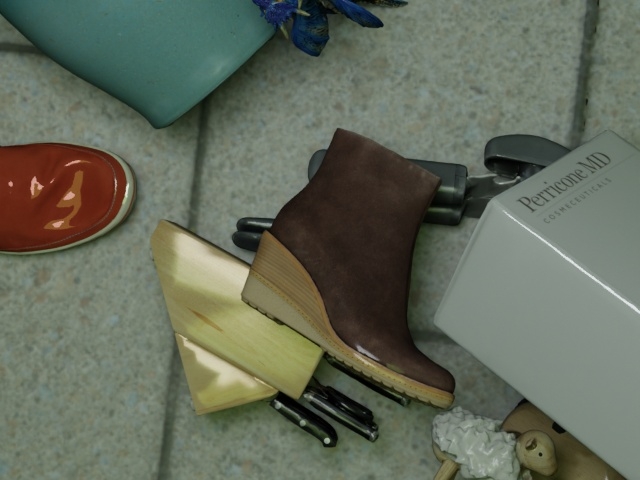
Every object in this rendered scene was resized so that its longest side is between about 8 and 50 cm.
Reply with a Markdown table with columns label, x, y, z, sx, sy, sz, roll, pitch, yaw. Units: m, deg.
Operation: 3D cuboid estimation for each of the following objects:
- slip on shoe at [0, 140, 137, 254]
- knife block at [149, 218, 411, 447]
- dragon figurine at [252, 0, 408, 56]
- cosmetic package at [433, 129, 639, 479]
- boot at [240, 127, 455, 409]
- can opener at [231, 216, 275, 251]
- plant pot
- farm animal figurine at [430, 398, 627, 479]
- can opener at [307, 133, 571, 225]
| label | x | y | z | sx | sy | sz | roll | pitch | yaw |
| --- | --- | --- | --- | --- | --- | --- | --- | --- | --- |
| slip on shoe | -0.358 | -0.049 | 1.424 | 0.331 | 0.101 | 0.123 | 2 | 87 | 1 |
| knife block | -0.028 | 0.085 | 1.414 | 0.242 | 0.088 | 0.276 | -16 | 87 | 1 |
| dragon figurine | 0.007 | -0.235 | 1.331 | 0.085 | 0.289 | 0.144 | -22 | 66 | 19 |
| cosmetic package | 0.356 | 0.113 | 1.228 | 0.453 | 0.230 | 0.161 | 38 | 131 | 21 |
| boot | 0.064 | 0.025 | 1.324 | 0.248 | 0.090 | 0.207 | 31 | 84 | 16 |
| can opener | 0.000 | 0.000 | 1.434 | 0.186 | 0.059 | 0.073 | 8 | 115 | 12 |
| plant pot | -0.178 | -0.260 | 1.357 | 0.271 | 0.271 | 0.255 | -41 | 103 | 0 |
| farm animal figurine | 0.299 | 0.254 | 1.337 | 0.327 | 0.330 | 0.172 | 30 | 93 | 31 |
| can opener | 0.130 | -0.068 | 1.433 | 0.283 | 0.076 | 0.095 | 7 | 56 | 3 |
